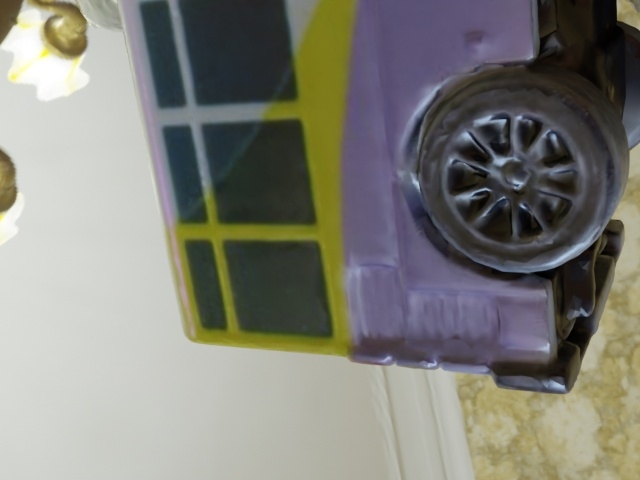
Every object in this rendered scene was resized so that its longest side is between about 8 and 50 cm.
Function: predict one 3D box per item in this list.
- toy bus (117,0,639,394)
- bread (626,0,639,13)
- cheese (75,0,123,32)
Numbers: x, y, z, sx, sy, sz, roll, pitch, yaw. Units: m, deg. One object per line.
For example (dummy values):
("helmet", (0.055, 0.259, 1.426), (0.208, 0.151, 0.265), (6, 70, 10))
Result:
("toy bus", (0.024, -0.176, 0.397), (0.209, 0.249, 0.440), (-38, -55, -57))
("bread", (0.354, -0.329, 0.550), (0.371, 0.279, 0.390), (37, -109, 15))
("cheese", (-0.164, -0.313, 0.747), (0.174, 0.248, 0.251), (-37, -86, -27))
